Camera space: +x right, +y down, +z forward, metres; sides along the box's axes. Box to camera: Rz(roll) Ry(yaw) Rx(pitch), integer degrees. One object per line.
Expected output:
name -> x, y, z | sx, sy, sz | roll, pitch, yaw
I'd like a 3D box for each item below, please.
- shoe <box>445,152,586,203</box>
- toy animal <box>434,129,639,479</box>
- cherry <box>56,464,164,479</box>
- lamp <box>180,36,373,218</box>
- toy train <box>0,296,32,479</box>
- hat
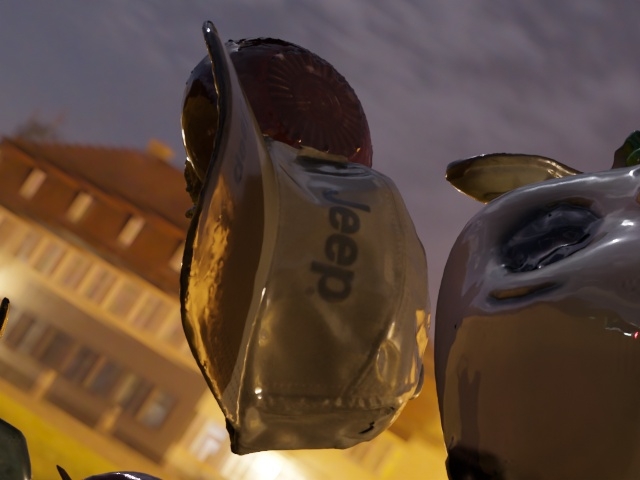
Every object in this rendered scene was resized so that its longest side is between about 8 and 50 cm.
shoe -> 0.260, -0.030, 1.994 | 0.275, 0.098, 0.103 | 15, -16, -15
toy animal -> 0.161, 0.044, 0.793 | 0.212, 0.212, 0.267 | 30, 6, 17
cherry -> -0.163, 0.329, 1.570 | 0.230, 0.203, 0.300 | 35, -29, 64
lamp -> -0.042, -0.072, 1.364 | 0.156, 0.157, 0.135 | 48, -50, -8
toy train -> -0.308, 0.186, 0.909 | 0.249, 0.429, 0.178 | 33, -13, -18
hat -> 0.000, 0.000, 1.038 | 0.149, 0.214, 0.244 | 3, -25, -2
